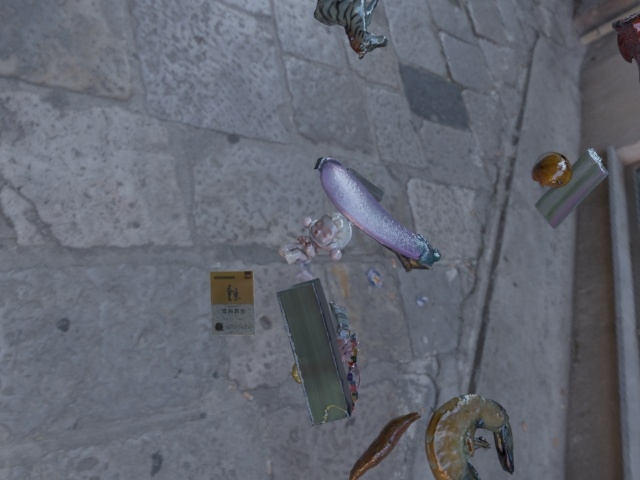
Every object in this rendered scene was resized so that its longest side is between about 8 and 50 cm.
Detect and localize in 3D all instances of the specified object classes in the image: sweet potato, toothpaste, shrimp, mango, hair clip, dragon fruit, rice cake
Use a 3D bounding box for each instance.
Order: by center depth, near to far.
[{"bbox_3d":[0.472,-0.148,1.169,0.077,0.063,0.127,19,31,8],"label":"mango"},{"bbox_3d":[0.119,-0.048,1.276,0.358,0.095,0.110,44,75,-14],"label":"hair clip"},{"bbox_3d":[0.756,-0.442,1.360,0.092,0.122,0.192,-51,129,-34],"label":"dragon fruit"},{"bbox_3d":[0.607,-0.121,1.387,0.042,0.222,0.080,-12,60,-26],"label":"rice cake"},{"bbox_3d":[0.432,0.616,1.542,0.272,0.085,0.445,-27,100,-22],"label":"shrimp"},{"bbox_3d":[0.056,0.224,1.634,0.062,0.039,0.239,28,8,-7],"label":"toothpaste"},{"bbox_3d":[0.187,0.638,1.766,0.066,0.314,0.072,41,-1,8],"label":"sweet potato"}]

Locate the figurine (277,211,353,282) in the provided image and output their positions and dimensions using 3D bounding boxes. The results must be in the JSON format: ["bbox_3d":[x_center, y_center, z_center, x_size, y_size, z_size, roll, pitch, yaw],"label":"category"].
[{"bbox_3d":[0.006,0.008,1.843,0.144,0.256,0.182,52,3,-30],"label":"figurine"}]

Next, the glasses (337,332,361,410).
[{"bbox_3d":[0.096,0.409,1.753,0.095,0.162,0.256,4,83,-20],"label":"glasses"}]

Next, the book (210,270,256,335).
[{"bbox_3d":[-0.228,0.165,1.496,0.012,0.118,0.172,-32,120,-82],"label":"book"}]

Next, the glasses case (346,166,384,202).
[{"bbox_3d":[0.167,-0.223,2.358,0.205,0.070,0.047,32,62,-28],"label":"glasses case"}]

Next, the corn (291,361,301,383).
[{"bbox_3d":[-0.024,0.354,1.626,0.091,0.091,0.260,66,10,8],"label":"corn"}]

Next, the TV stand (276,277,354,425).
[{"bbox_3d":[-0.008,0.217,1.135,0.088,0.082,0.270,-21,97,-83],"label":"TV stand"}]

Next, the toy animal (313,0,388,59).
[{"bbox_3d":[0.090,-0.561,1.381,0.255,0.170,0.090,52,3,39],"label":"toy animal"}]
